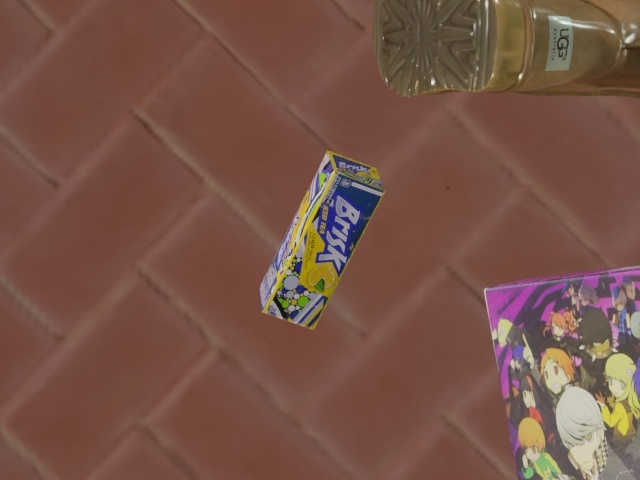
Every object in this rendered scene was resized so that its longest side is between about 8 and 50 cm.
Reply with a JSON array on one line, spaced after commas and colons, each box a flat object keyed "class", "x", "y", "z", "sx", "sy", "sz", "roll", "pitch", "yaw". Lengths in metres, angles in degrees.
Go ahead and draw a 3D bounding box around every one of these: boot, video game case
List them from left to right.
[{"class": "boot", "x": 0.190, "y": -0.126, "z": 1.166, "sx": 0.269, "sy": 0.236, "sz": 0.089, "roll": 0, "pitch": 106, "yaw": -20}, {"class": "video game case", "x": 0.191, "y": 0.115, "z": 0.961, "sx": 0.042, "sy": 0.232, "sz": 0.210, "roll": -10, "pitch": 91, "yaw": -35}]

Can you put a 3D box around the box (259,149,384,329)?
[{"class": "box", "x": 0.000, "y": 0.000, "z": 1.780, "sx": 0.059, "sy": 0.054, "sz": 0.169, "roll": 20, "pitch": 114, "yaw": -17}]
